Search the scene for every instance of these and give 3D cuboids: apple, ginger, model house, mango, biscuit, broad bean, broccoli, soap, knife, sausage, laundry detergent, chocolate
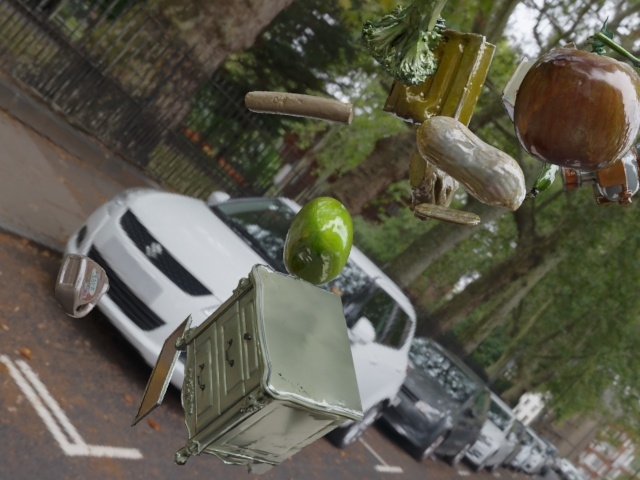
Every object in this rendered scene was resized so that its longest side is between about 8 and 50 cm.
[{"bbox_3d":[0.431,-0.217,1.152,0.211,0.187,0.211,13,21,-5],"label":"apple"},{"bbox_3d":[0.364,-0.186,2.289,0.126,0.190,0.354,68,6,32],"label":"ginger"},{"bbox_3d":[0.677,-0.409,2.074,0.169,0.244,0.325,43,43,-49],"label":"model house"},{"bbox_3d":[0.001,-0.006,1.577,0.149,0.185,0.273,14,-33,-7],"label":"mango"},{"bbox_3d":[0.271,-0.056,1.476,0.147,0.018,0.071,16,24,27],"label":"biscuit"},{"bbox_3d":[0.584,-0.213,1.761,0.056,0.318,0.098,48,-26,-18],"label":"broad bean"},{"bbox_3d":[0.245,-0.555,1.757,0.221,0.252,0.361,48,-4,7],"label":"broccoli"},{"bbox_3d":[0.336,-0.460,1.984,0.259,0.281,0.143,27,12,39],"label":"soap"},{"bbox_3d":[0.661,-0.394,1.477,0.184,0.026,0.022,31,-3,-7],"label":"knife"},{"bbox_3d":[-0.059,-0.355,1.824,0.301,0.065,0.066,9,-9,14],"label":"sausage"},{"bbox_3d":[-0.689,0.146,2.015,0.076,0.171,0.237,8,-19,6],"label":"laundry detergent"},{"bbox_3d":[0.365,-0.191,1.662,0.309,0.134,0.134,40,-1,8],"label":"chocolate"}]

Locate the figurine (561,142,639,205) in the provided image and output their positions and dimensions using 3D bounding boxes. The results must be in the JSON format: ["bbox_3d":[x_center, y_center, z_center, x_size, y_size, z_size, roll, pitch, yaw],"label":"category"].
[{"bbox_3d":[0.622,-0.138,1.371,0.272,0.143,0.143,7,-16,22],"label":"figurine"}]

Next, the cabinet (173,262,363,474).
[{"bbox_3d":[-0.124,0.267,1.375,0.228,0.318,0.289,24,40,-35],"label":"cabinet"}]

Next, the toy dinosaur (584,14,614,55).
[{"bbox_3d":[0.647,-0.466,1.582,0.029,0.119,0.060,41,-16,-33],"label":"toy dinosaur"}]

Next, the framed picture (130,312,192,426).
[{"bbox_3d":[-0.388,0.320,1.700,0.014,0.252,0.197,29,-40,-17],"label":"framed picture"}]
